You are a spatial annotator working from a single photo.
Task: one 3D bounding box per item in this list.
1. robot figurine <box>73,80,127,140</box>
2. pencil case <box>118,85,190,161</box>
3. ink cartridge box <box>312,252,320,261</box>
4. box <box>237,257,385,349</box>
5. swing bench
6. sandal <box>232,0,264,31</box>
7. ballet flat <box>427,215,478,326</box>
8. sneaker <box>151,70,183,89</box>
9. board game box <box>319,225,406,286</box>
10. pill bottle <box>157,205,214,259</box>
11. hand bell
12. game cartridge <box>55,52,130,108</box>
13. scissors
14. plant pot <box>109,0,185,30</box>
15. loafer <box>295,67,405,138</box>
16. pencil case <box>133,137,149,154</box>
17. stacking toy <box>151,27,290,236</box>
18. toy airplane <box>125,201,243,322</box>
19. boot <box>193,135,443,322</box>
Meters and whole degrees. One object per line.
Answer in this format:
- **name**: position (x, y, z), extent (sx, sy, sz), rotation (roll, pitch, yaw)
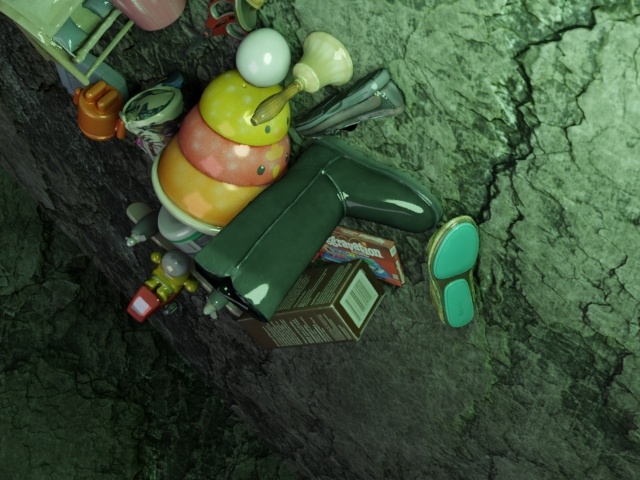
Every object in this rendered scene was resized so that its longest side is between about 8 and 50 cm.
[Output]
- **robot figurine**: position (-0.644, -0.373, 2.057), extent (0.158, 0.128, 0.219), rotation (4, 158, -19)
- **pencil case**: position (-0.391, -0.237, 1.921), extent (0.160, 0.183, 0.410), rotation (33, 159, 36)
- **ink cartridge box**: position (-0.066, -0.010, 1.999), extent (0.099, 0.056, 0.135), rotation (10, 138, 45)
- **box**: position (-0.030, 0.184, 1.944), extent (0.382, 0.191, 0.143), rotation (-11, 122, 43)
- **swing bench**: position (-0.583, -0.552, 1.641), extent (0.165, 0.253, 0.254), rotation (33, 171, 18)
- **sandal**: position (-0.135, -0.512, 1.404), extent (0.060, 0.090, 0.219), rotation (15, 139, 6)
- **ballet flat**: position (0.291, 0.056, 1.598), extent (0.123, 0.123, 0.348), rotation (23, 144, 32)
- **sneaker**: position (-0.397, -0.413, 1.882), extent (0.059, 0.053, 0.144), rotation (50, 156, -24)
- **board game box**: position (0.094, 0.030, 1.884), extent (0.281, 0.027, 0.145), rotation (17, 141, 39)
- **pill bottle**: position (-0.256, -0.002, 1.937), extent (0.204, 0.204, 0.361), rotation (13, 157, 43)
- **hand bell**: position (-0.054, -0.300, 1.397), extent (0.126, 0.242, 0.126), rotation (31, 149, 21)
- **game cartridge**: position (-0.697, -0.484, 2.161), extent (0.297, 0.062, 0.198), rotation (32, 145, 20)
- **scissors**: position (-0.261, -0.497, 1.631), extent (0.297, 0.021, 0.109), rotation (6, 137, 49)
- **plant pot**: position (-0.392, -0.569, 1.533), extent (0.201, 0.201, 0.180), rotation (25, 162, 30)
- **loafer**: position (0.056, -0.259, 1.465), extent (0.095, 0.109, 0.303), rotation (48, 149, -17)
- **pencil case**: position (-0.458, -0.258, 2.117), extent (0.209, 0.098, 0.095), rotation (44, 151, -4)
- **stacking toy**: position (-0.183, -0.268, 1.605), extent (0.351, 0.350, 0.479), rotation (37, 136, 12)
- **toy airplane**: position (-0.426, 0.064, 2.231), extent (0.387, 0.384, 0.272), rotation (-1, 174, -4)
- **boot**: position (-0.002, -0.001, 1.521), extent (0.367, 0.445, 0.146), rotation (31, 149, 22)
